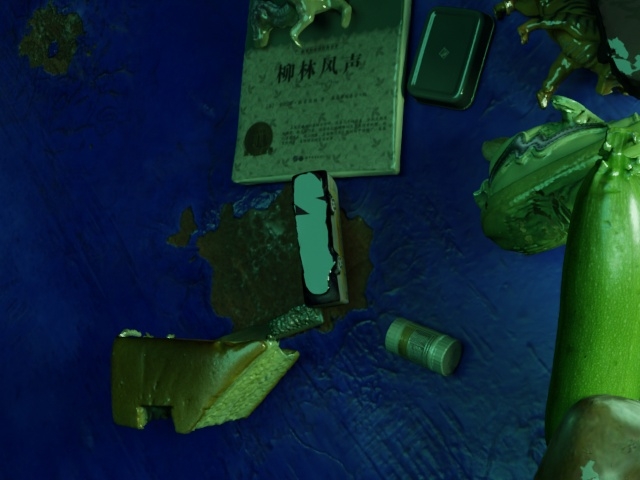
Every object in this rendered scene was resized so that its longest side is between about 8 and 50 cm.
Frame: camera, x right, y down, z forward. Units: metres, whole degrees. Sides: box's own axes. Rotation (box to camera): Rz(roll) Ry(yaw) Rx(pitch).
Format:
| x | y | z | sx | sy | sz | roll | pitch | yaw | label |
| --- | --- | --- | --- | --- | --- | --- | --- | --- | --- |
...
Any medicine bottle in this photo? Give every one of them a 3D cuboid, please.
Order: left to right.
| x | y | z | sx | sy | sz | roll | pitch | yaw | label |
| --- | --- | --- | --- | --- | --- | --- | --- | --- | --- |
| 0.123 | 0.126 | 1.271 | 0.083 | 0.047 | 0.047 | 20 | 91 | 35 | medicine bottle |

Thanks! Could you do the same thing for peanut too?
| x | y | z | sx | sy | sz | roll | pitch | yaw | label |
| --- | --- | --- | --- | --- | --- | --- | --- | --- | --- |
| 0.226 | -0.103 | 1.259 | 0.083 | 0.037 | 0.037 | 23 | 93 | 42 | peanut |

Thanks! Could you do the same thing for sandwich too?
| x | y | z | sx | sy | sz | roll | pitch | yaw | label |
| --- | --- | --- | --- | --- | --- | --- | --- | --- | --- |
| -0.149 | 0.181 | 1.387 | 0.236 | 0.122 | 0.128 | -1 | 89 | 35 | sandwich |

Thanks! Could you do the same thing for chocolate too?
| x | y | z | sx | sy | sz | roll | pitch | yaw | label |
| --- | --- | --- | --- | --- | --- | --- | --- | --- | --- |
| 0.337 | 0.252 | 1.008 | 0.254 | 0.080 | 0.157 | 25 | 87 | 7 | chocolate |

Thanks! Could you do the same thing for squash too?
| x | y | z | sx | sy | sz | roll | pitch | yaw | label |
| --- | --- | --- | --- | --- | --- | --- | --- | --- | --- |
| 0.289 | 0.072 | 1.084 | 0.101 | 0.101 | 0.378 | 13 | 108 | 35 | squash |

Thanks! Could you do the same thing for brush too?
| x | y | z | sx | sy | sz | roll | pitch | yaw | label |
| --- | --- | --- | --- | --- | --- | --- | --- | --- | --- |
| -0.078 | 0.122 | 1.419 | 0.190 | 0.027 | 0.034 | -22 | 66 | 29 | brush |

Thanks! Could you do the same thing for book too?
| x | y | z | sx | sy | sz | roll | pitch | yaw | label |
| --- | --- | --- | --- | --- | --- | --- | --- | --- | --- |
| 0.005 | -0.266 | 1.445 | 0.264 | 0.031 | 0.379 | -2 | 78 | 33 | book |

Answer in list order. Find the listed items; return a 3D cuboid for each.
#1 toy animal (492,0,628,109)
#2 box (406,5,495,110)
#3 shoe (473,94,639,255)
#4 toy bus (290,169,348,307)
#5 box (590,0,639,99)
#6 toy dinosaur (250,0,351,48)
| x | y | z | sx | sy | sz | roll | pitch | yaw | label |
| --- | --- | --- | --- | --- | --- | --- | --- | --- | --- |
| 0.266 | -0.272 | 1.232 | 0.116 | 0.114 | 0.255 | -21 | 55 | 6 | toy animal |
| 0.160 | -0.230 | 1.331 | 0.091 | 0.031 | 0.126 | 18 | 91 | 36 | box |
| 0.285 | -0.081 | 1.149 | 0.262 | 0.140 | 0.128 | -29 | 58 | 21 | shoe |
| 0.000 | 0.000 | 1.363 | 0.057 | 0.072 | 0.172 | -10 | 75 | 15 | toy bus |
| 0.435 | -0.336 | 1.097 | 0.350 | 0.091 | 0.359 | -13 | 71 | 14 | box |
| 0.001 | -0.364 | 1.402 | 0.294 | 0.077 | 0.162 | -50 | 58 | 15 | toy dinosaur |
